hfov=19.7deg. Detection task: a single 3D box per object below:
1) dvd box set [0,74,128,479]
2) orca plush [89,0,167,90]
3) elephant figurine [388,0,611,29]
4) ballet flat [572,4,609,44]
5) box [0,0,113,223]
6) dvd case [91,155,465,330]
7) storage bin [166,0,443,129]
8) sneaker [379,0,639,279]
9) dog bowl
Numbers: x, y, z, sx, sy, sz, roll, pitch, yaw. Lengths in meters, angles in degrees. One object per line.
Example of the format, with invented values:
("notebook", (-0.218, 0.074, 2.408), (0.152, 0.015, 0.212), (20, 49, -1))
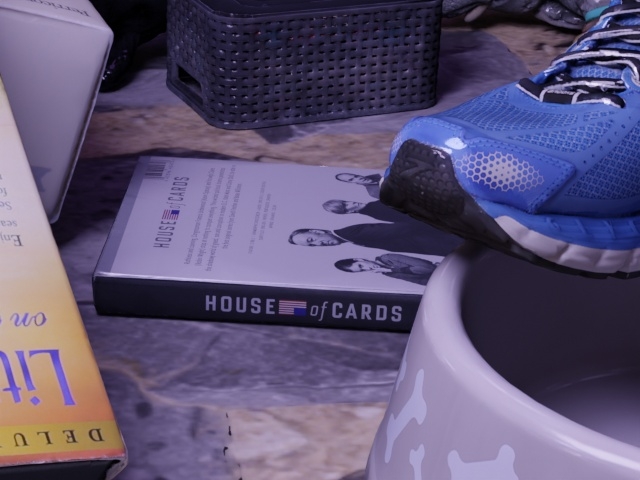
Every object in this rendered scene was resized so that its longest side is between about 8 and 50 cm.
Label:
("dvd box set", (-0.283, -0.063, 0.803), (0.308, 0.062, 0.420), (-1, 56, -37))
("orca plush", (-0.179, -0.159, 1.335), (0.287, 0.151, 0.102), (-13, 59, -38))
("elephant figurine", (0.185, -0.235, 1.501), (0.186, 0.169, 0.239), (21, -9, -38))
("ballet flat", (0.310, -0.131, 1.305), (0.349, 0.123, 0.123), (-17, 30, -41))
("box", (-0.236, -0.125, 1.090), (0.149, 0.126, 0.232), (8, 24, -30))
("dvd case", (0.000, 0.000, 1.071), (0.239, 0.029, 0.179), (3, 24, 2))
("storage bin", (-0.013, -0.146, 1.339), (0.180, 0.084, 0.122), (-9, 26, -23))
("sneaker", (0.152, -0.083, 0.878), (0.130, 0.147, 0.330), (22, 31, 38))
("dog bowl", (0.195, 0.079, 0.821), (0.349, 0.102, 0.349), (3, 23, -1))
